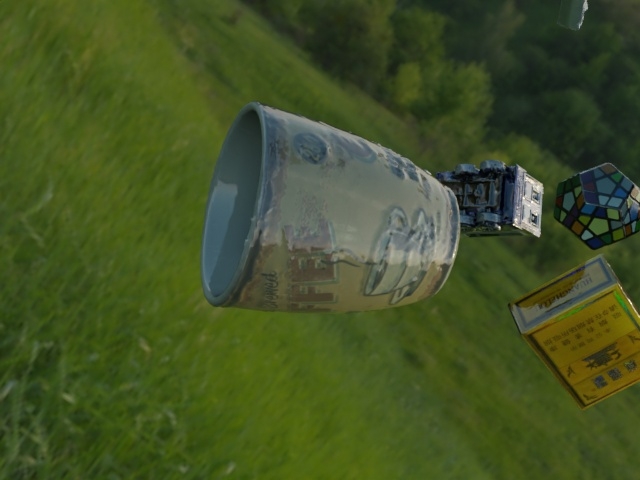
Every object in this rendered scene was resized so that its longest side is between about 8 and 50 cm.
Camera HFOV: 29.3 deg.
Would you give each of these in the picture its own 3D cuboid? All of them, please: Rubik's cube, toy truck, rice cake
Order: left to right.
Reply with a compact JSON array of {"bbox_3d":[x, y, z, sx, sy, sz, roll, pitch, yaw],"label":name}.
[{"bbox_3d":[0.258,-0.062,2.233,0.155,0.268,0.124,23,70,-53],"label":"toy truck"},{"bbox_3d":[0.325,-0.315,1.532,0.042,0.030,0.180,16,-17,11],"label":"rice cake"},{"bbox_3d":[0.402,-0.050,1.767,0.112,0.133,0.133,13,4,40],"label":"Rubik's cube"}]

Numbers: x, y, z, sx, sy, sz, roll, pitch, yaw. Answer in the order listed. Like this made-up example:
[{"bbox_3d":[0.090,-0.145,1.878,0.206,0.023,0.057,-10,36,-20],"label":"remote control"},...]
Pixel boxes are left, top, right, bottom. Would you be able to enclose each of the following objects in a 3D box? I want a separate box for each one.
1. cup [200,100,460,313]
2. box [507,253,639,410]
[{"bbox_3d":[0.000,0.000,1.404,0.257,0.301,0.227,14,64,-19],"label":"cup"},{"bbox_3d":[0.493,0.173,2.230,0.301,0.193,0.084,47,19,-43],"label":"box"}]
